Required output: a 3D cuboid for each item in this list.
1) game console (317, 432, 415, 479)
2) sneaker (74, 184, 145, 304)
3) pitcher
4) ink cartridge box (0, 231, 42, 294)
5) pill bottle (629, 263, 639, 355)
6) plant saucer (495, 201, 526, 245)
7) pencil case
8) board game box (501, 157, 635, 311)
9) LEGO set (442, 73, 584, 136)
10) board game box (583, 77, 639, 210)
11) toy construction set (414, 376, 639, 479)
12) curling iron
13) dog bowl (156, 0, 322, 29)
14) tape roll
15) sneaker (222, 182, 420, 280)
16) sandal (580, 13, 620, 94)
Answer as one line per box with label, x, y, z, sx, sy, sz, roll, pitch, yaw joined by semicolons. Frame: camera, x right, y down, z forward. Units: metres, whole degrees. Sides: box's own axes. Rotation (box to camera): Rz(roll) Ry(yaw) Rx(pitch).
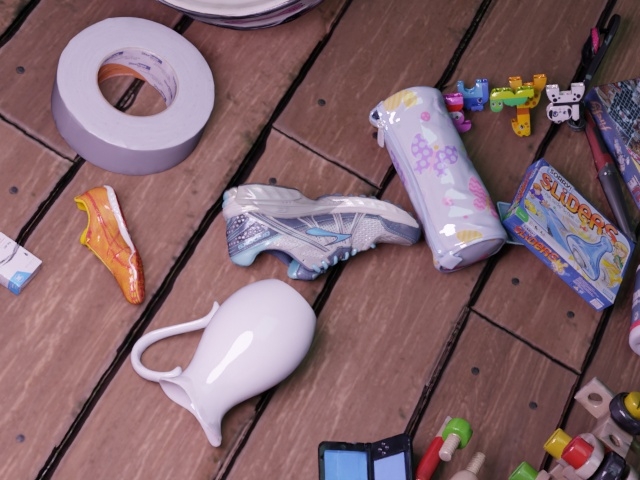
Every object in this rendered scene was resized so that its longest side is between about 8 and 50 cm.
game console;0.060;0.308;1.601;0.071;0.107;0.122;23;54;-41
sneaker;-0.275;0.012;1.651;0.067;0.064;0.175;-22;66;-7
pitcher;-0.123;0.133;1.607;0.178;0.125;0.207;37;68;20
ink cartridge box;-0.405;0.025;1.607;0.083;0.028;0.048;35;58;1
pill bottle;0.517;0.081;1.858;0.108;0.108;0.180;20;59;-9
plant saucer;0.338;-0.014;1.872;0.192;0.018;0.067;7;61;-31
pencil case;0.169;-0.090;1.816;0.124;0.113;0.273;-1;62;-52
board game box;0.368;-0.009;1.853;0.201;0.035;0.136;41;48;-10
LEGO set;0.288;-0.197;1.934;0.227;0.093;0.087;-4;25;7
board game box;0.547;-0.150;2.027;0.165;0.042;0.243;-13;69;-25
toy construction set;0.302;0.287;1.645;0.309;0.257;0.237;19;37;17
curling iron;0.434;-0.111;1.971;0.068;0.035;0.274;-10;67;-20
dog bowl;-0.111;-0.489;1.827;0.408;0.150;0.408;-2;78;8
tape roll;-0.261;-0.202;1.751;0.219;0.072;0.219;9;61;-16
sneaker;0.000;0.000;1.737;0.283;0.110;0.122;5;80;-14
sandal;0.449;-0.314;2.068;0.040;0.067;0.179;26;60;9
